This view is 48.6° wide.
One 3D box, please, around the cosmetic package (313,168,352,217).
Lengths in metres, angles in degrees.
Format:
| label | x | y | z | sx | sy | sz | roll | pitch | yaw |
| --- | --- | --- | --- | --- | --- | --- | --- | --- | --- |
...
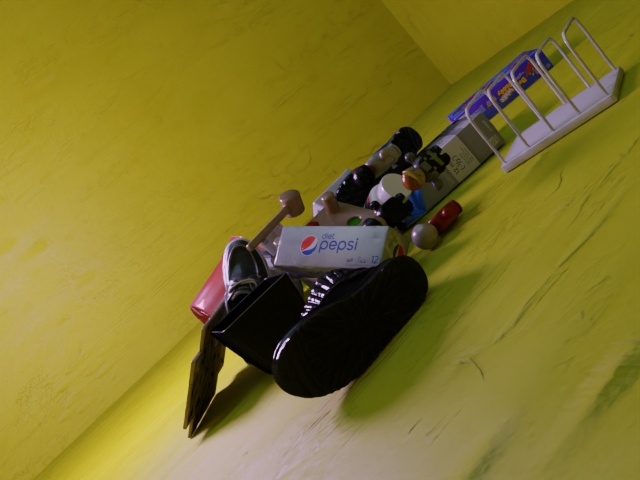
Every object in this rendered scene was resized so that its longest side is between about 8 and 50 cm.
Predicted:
| label | x | y | z | sx | sy | sz | roll | pitch | yaw |
| --- | --- | --- | --- | --- | --- | --- | --- | --- | --- |
| cosmetic package | 0.090 | -0.078 | 2.042 | 0.183 | 0.151 | 0.151 | -46 | -30 | -33 |

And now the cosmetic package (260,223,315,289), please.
| label | x | y | z | sx | sy | sz | roll | pitch | yaw |
| --- | --- | --- | --- | --- | --- | --- | --- | --- | --- |
| cosmetic package | -0.059 | 0.047 | 1.917 | 0.060 | 0.239 | 0.099 | -47 | 6 | 12 |

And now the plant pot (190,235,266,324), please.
| label | x | y | z | sx | sy | sz | roll | pitch | yaw |
| --- | --- | --- | --- | --- | --- | --- | --- | --- | --- |
| plant pot | -0.265 | 0.173 | 2.300 | 0.265 | 0.272 | 0.272 | -53 | 11 | -21 |

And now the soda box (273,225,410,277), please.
| label | x | y | z | sx | sy | sz | roll | pitch | yaw |
| --- | --- | --- | --- | --- | --- | --- | --- | --- | --- |
| soda box | 0.042 | 0.027 | 1.522 | 0.286 | 0.091 | 0.098 | 0 | 70 | 38 |

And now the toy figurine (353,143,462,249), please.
| label | x | y | z | sx | sy | sz | roll | pitch | yaw |
| --- | --- | --- | --- | --- | --- | --- | --- | --- | --- |
| toy figurine | 0.180 | -0.095 | 1.531 | 0.213 | 0.209 | 0.148 | 14 | 42 | 41 |

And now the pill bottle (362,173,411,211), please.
| label | x | y | z | sx | sy | sz | roll | pitch | yaw |
| --- | --- | --- | --- | --- | --- | --- | --- | --- | --- |
| pill bottle | 0.168 | -0.085 | 1.829 | 0.108 | 0.108 | 0.180 | -47 | -14 | -37 |

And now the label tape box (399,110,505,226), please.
| label | x | y | z | sx | sy | sz | roll | pitch | yaw |
| --- | --- | --- | --- | --- | --- | --- | --- | --- | --- |
| label tape box | 0.306 | -0.189 | 1.939 | 0.348 | 0.115 | 0.249 | -40 | 7 | -2 |

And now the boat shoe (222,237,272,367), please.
| label | x | y | z | sx | sy | sz | roll | pitch | yaw |
| --- | --- | --- | --- | --- | --- | --- | --- | --- | --- |
| boat shoe | -0.173 | 0.139 | 1.738 | 0.121 | 0.335 | 0.119 | -15 | -20 | 1 |

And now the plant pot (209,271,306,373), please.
| label | x | y | z | sx | sy | sz | roll | pitch | yaw |
| --- | --- | --- | --- | --- | --- | --- | --- | --- | --- |
| plant pot | -0.113 | 0.200 | 1.586 | 0.187 | 0.167 | 0.188 | -43 | 8 | -18 |

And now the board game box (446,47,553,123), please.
| label | x | y | z | sx | sy | sz | roll | pitch | yaw |
| --- | --- | --- | --- | --- | --- | --- | --- | --- | --- |
| board game box | 0.600 | -0.501 | 2.409 | 0.347 | 0.078 | 0.233 | -40 | 7 | 11 |

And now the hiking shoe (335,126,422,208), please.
| label | x | y | z | sx | sy | sz | roll | pitch | yaw |
| --- | --- | --- | --- | --- | --- | --- | --- | --- | --- |
| hiking shoe | 0.161 | -0.180 | 1.966 | 0.304 | 0.113 | 0.132 | -42 | -2 | -8 |

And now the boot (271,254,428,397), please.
| label | x | y | z | sx | sy | sz | roll | pitch | yaw |
| --- | --- | --- | --- | --- | --- | --- | --- | --- | --- |
| boot | 0.012 | 0.158 | 1.282 | 0.348 | 0.131 | 0.260 | -33 | 9 | -31 |

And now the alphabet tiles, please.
| label | x | y | z | sx | sy | sz | roll | pitch | yaw |
| --- | --- | --- | --- | --- | --- | --- | --- | --- | --- |
| alphabet tiles | -0.273 | 0.302 | 1.739 | 0.342 | 0.011 | 0.285 | -66 | -14 | -73 |

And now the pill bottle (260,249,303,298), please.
| label | x | y | z | sx | sy | sz | roll | pitch | yaw |
| --- | --- | --- | --- | --- | --- | --- | --- | --- | --- |
| pill bottle | -0.153 | 0.142 | 2.007 | 0.204 | 0.204 | 0.361 | -41 | 7 | 0 |

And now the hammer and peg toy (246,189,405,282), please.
| label | x | y | z | sx | sy | sz | roll | pitch | yaw |
| --- | --- | --- | --- | --- | --- | --- | --- | --- | --- |
| hammer and peg toy | 0.000 | 0.000 | 1.774 | 0.361 | 0.127 | 0.266 | 16 | 51 | 42 |

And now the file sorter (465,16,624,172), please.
| label | x | y | z | sx | sy | sz | roll | pitch | yaw |
| --- | --- | --- | --- | --- | --- | --- | --- | --- | --- |
| file sorter | 0.480 | -0.319 | 1.544 | 0.278 | 0.173 | 0.193 | -36 | 8 | 38 |
